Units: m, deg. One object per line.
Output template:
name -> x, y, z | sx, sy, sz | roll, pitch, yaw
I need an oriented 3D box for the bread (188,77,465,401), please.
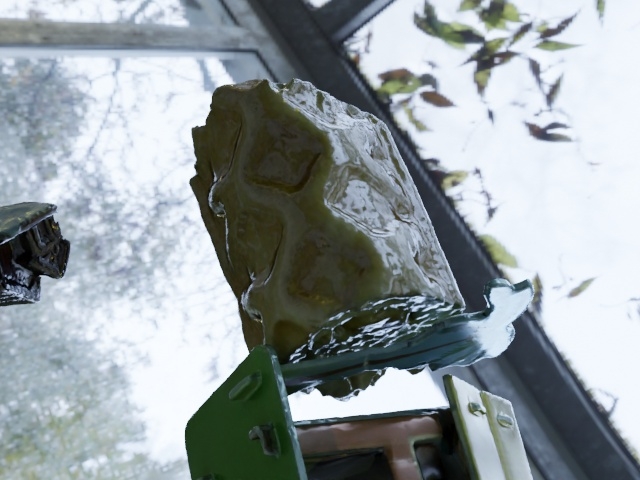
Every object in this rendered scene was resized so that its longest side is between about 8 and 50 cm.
bread -> -0.001, 0.004, 0.947 | 0.196, 0.238, 0.252 | -38, -126, 25

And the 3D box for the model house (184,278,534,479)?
model house -> 0.102, 0.225, 0.855 | 0.340, 0.323, 0.300 | -48, -130, 47

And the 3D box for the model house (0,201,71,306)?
model house -> -0.420, 0.032, 1.375 | 0.165, 0.106, 0.152 | -7, -57, 9
